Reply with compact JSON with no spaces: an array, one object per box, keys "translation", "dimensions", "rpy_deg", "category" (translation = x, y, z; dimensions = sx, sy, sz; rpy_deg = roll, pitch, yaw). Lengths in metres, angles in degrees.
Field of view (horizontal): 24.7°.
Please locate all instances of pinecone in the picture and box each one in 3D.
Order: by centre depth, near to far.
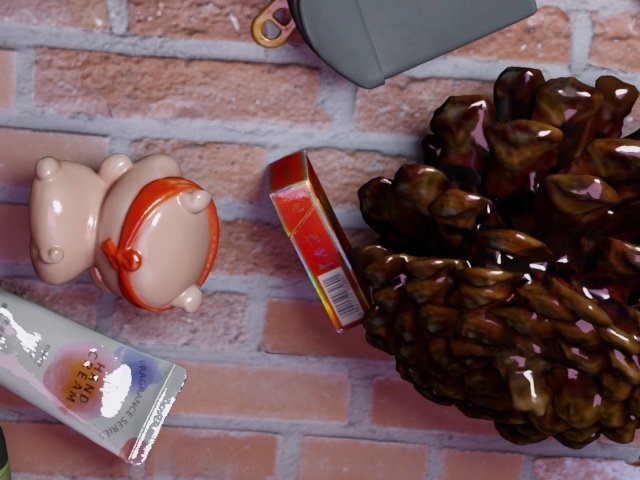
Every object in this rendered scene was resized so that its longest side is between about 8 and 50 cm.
[{"translation":[0.225,0.006,1.467],"dimensions":[0.397,0.398,0.398],"rpy_deg":[-1,110,-3],"category":"pinecone"}]

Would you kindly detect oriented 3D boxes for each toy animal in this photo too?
[{"translation":[-0.205,-0.012,1.533],"dimensions":[0.197,0.171,0.171],"rpy_deg":[11,109,1],"category":"toy animal"}]

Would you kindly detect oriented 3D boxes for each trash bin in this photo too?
[{"translation":[0.083,-0.264,1.472],"dimensions":[0.236,0.101,0.177],"rpy_deg":[-22,117,1],"category":"trash bin"}]

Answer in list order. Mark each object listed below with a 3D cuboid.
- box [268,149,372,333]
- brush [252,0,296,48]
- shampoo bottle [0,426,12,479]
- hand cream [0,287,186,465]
[{"translation":[-0.001,0.000,1.567],"dimensions":[0.048,0.112,0.175],"rpy_deg":[-24,109,7],"category":"box"},{"translation":[0.024,-0.305,1.509],"dimensions":[0.103,0.013,0.272],"rpy_deg":[39,104,-15],"category":"brush"},{"translation":[-0.400,0.272,1.648],"dimensions":[0.101,0.101,0.284],"rpy_deg":[-4,110,-2],"category":"shampoo bottle"},{"translation":[-0.318,0.122,1.607],"dimensions":[0.340,0.078,0.124],"rpy_deg":[29,73,-13],"category":"hand cream"}]
